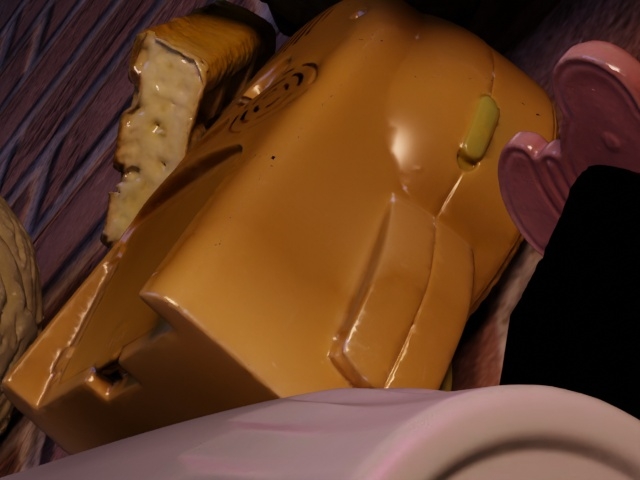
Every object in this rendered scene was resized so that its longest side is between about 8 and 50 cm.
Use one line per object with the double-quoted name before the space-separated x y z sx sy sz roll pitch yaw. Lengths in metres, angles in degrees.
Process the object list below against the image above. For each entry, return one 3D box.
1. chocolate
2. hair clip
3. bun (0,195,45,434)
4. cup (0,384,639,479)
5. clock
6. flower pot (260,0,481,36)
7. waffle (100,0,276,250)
"chocolate" 0.142 0.035 0.753 0.148 0.080 0.125 -46 39 49
"hair clip" 0.137 -0.025 0.829 0.138 0.123 0.102 -42 -3 29
"bun" -0.390 0.102 1.721 0.349 0.227 0.352 -63 18 -9
"cup" -0.021 0.190 0.696 0.371 0.253 0.253 -24 40 54
"clock" 0.000 0.000 1.023 0.244 0.200 0.317 -25 31 53
"flower pot" 0.027 -0.265 1.193 0.302 0.213 0.301 -161 90 -87
"waffle" -0.090 -0.030 1.225 0.221 0.055 0.247 -46 -32 -72
